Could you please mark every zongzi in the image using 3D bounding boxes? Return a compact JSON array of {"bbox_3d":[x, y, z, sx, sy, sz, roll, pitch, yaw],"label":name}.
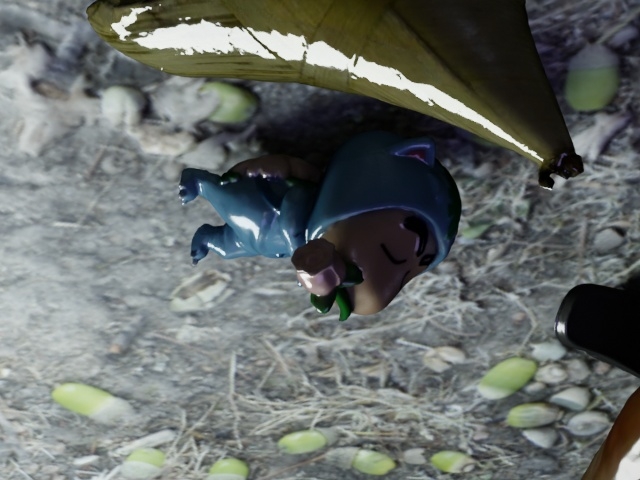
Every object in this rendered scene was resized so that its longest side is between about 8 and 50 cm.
[{"bbox_3d":[0.002,-0.095,0.774,0.228,0.256,0.115,-30,158,28],"label":"zongzi"}]

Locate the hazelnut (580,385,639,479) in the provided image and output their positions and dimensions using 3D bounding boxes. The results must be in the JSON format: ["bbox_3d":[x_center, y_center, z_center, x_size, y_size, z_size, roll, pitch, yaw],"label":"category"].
[{"bbox_3d":[0.385,0.231,1.070,0.402,0.402,0.429,-7,152,3],"label":"hazelnut"}]

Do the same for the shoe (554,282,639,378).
[{"bbox_3d":[0.209,0.060,1.112,0.159,0.053,0.062,19,92,-46],"label":"shoe"}]

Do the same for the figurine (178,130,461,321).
[{"bbox_3d":[-0.001,0.000,0.964,0.178,0.144,0.114,0,137,12],"label":"figurine"}]
